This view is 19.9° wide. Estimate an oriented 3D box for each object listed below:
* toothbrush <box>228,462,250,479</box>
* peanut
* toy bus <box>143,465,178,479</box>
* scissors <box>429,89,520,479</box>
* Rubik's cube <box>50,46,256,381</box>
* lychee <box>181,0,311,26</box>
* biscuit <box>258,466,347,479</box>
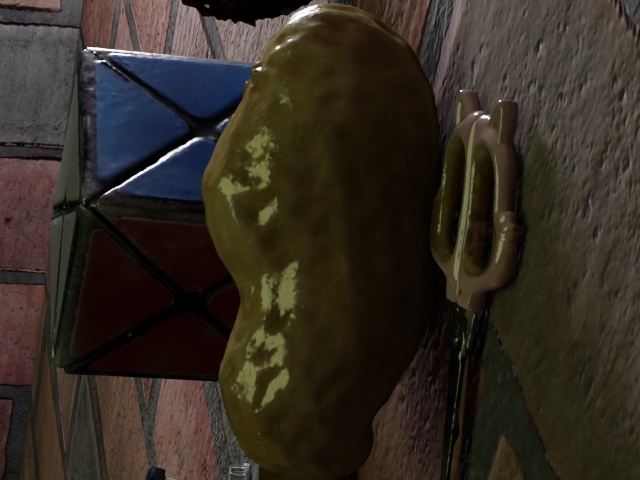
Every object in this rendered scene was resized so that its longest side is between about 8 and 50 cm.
[{"bbox_3d":[-0.092,0.394,2.049,0.020,0.025,0.286,140,131,-70],"label":"toothbrush"},{"bbox_3d":[0.000,0.000,1.470,0.169,0.192,0.387,173,101,-67],"label":"peanut"},{"bbox_3d":[-0.157,0.402,1.892,0.305,0.179,0.143,-76,2,-46],"label":"toy bus"},{"bbox_3d":[0.109,0.048,1.375,0.160,0.024,0.317,-149,64,-71],"label":"scissors"},{"bbox_3d":[-0.142,-0.023,1.900,0.260,0.259,0.255,-97,19,-45],"label":"Rubik's cube"},{"bbox_3d":[-0.070,-0.308,1.821,0.188,0.188,0.188,-177,90,-75],"label":"lychee"},{"bbox_3d":[-0.017,0.235,1.780,0.262,0.037,0.262,-177,90,-76],"label":"biscuit"}]
